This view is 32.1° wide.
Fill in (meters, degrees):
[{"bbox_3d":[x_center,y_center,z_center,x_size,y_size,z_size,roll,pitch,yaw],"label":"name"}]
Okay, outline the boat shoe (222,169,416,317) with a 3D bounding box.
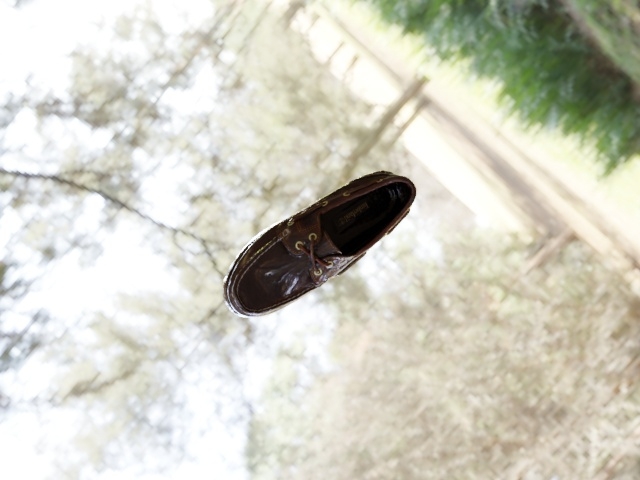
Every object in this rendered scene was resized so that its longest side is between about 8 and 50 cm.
[{"bbox_3d":[0.000,0.000,1.043,0.073,0.207,0.073,55,165,-12],"label":"boat shoe"}]
